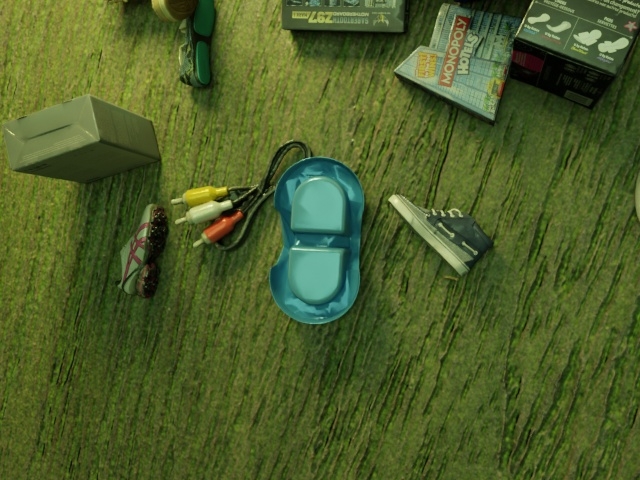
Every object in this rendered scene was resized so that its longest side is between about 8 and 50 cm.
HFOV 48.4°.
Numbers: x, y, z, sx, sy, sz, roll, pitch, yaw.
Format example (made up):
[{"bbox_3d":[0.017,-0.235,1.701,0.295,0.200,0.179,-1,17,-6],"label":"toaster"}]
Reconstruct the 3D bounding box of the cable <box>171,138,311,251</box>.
[{"bbox_3d":[-0.133,-0.078,1.334,0.287,0.072,0.140,-28,88,11],"label":"cable"}]

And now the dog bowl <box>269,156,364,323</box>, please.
[{"bbox_3d":[0.000,0.000,1.298,0.165,0.074,0.297,3,90,13],"label":"dog bowl"}]

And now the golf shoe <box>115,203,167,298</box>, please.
[{"bbox_3d":[-0.354,0.016,1.386,0.085,0.067,0.186,13,92,15],"label":"golf shoe"}]

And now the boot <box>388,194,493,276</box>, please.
[{"bbox_3d":[0.213,-0.031,1.259,0.086,0.069,0.190,-45,87,1],"label":"boot"}]

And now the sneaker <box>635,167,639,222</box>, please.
[{"bbox_3d":[0.586,-0.146,1.115,0.108,0.169,0.293,17,94,11],"label":"sneaker"}]

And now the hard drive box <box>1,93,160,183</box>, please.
[{"bbox_3d":[-0.436,-0.181,1.327,0.181,0.232,0.089,-15,85,12],"label":"hard drive box"}]

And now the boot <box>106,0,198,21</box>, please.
[{"bbox_3d":[-0.338,-0.482,1.340,0.203,0.095,0.262,-12,54,14],"label":"boot"}]

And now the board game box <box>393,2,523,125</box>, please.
[{"bbox_3d":[0.237,-0.321,1.258,0.194,0.060,0.194,15,92,13],"label":"board game box"}]

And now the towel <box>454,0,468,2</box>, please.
[{"bbox_3d":[0.357,-0.460,1.146,0.308,0.227,0.076,-5,94,14],"label":"towel"}]

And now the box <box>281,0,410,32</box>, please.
[{"bbox_3d":[0.046,-0.471,1.286,0.232,0.059,0.184,5,105,14],"label":"box"}]

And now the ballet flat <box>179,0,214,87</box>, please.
[{"bbox_3d":[-0.246,-0.390,1.376,0.070,0.070,0.189,3,86,14],"label":"ballet flat"}]

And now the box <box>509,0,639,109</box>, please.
[{"bbox_3d":[0.404,-0.320,1.121,0.163,0.247,0.142,25,95,12],"label":"box"}]
